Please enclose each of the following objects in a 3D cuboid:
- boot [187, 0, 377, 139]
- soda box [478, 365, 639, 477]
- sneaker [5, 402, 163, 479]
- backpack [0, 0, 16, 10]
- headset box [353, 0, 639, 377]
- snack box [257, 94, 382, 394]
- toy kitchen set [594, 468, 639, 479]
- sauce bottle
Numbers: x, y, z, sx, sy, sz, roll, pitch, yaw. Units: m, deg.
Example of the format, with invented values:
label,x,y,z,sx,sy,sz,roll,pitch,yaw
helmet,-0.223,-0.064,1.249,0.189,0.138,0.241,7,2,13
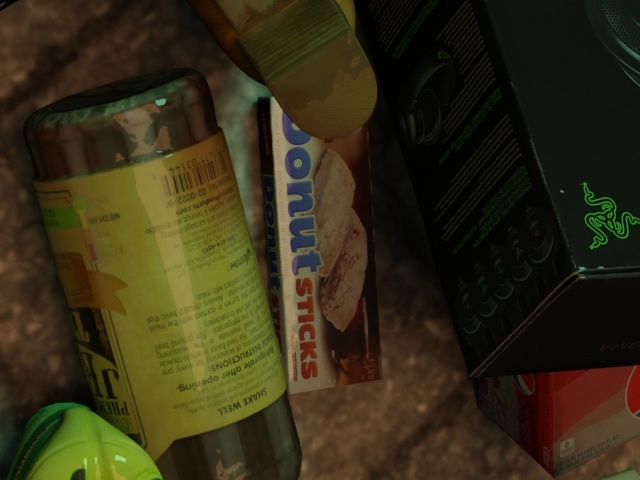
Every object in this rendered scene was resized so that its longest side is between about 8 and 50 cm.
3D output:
label,x,y,z,sx,sy,sz,roll,pitch,yaw
boot,-0.066,-0.201,1.006,0.104,0.211,0.295,-28,125,-1
soda box,0.228,0.047,1.243,0.263,0.083,0.092,-23,130,-22
sneaker,-0.138,0.224,1.080,0.109,0.123,0.295,5,111,-20
backpack,-0.270,-0.190,0.892,0.355,0.290,0.273,13,74,-33
headset box,0.182,-0.062,1.128,0.246,0.131,0.283,-2,62,-26
snack box,0.000,0.000,1.175,0.064,0.022,0.178,-7,98,-24
toy kitchen set,0.231,0.200,1.208,0.207,0.166,0.122,-14,73,-25
sauce bottle,-0.073,0.081,1.096,0.111,0.111,0.344,-18,101,-24
